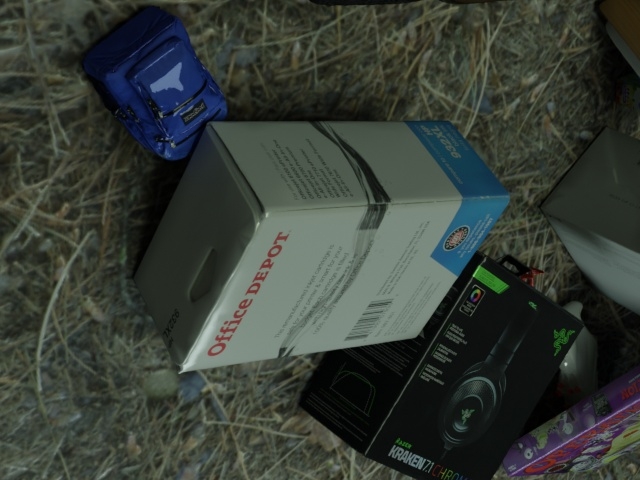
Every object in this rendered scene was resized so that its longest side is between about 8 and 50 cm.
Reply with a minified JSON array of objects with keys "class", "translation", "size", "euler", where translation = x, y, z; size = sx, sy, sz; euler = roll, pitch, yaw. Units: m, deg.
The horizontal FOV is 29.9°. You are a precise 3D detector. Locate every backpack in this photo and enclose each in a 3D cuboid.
[{"class":"backpack","translation":[-0.143,-0.132,1.090],"size":[0.098,0.101,0.120],"euler":[-37,131,-10]}]

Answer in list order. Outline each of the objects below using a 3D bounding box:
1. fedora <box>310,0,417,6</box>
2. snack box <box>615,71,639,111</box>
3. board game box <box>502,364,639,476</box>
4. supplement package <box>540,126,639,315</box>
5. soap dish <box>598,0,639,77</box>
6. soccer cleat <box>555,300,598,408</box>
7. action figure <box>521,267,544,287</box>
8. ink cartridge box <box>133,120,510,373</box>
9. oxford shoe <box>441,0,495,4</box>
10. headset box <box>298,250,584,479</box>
[{"class":"fedora","translation":[0.069,-0.313,1.101],"size":[0.334,0.334,0.152],"euler":[-33,158,-22]},{"class":"snack box","translation":[0.464,-0.200,1.540],"size":[0.141,0.100,0.037],"euler":[-24,124,-28]},{"class":"board game box","translation":[0.430,0.229,1.624],"size":[0.208,0.056,0.347],"euler":[10,143,-37]},{"class":"supplement package","translation":[0.430,-0.006,1.543],"size":[0.149,0.194,0.203],"euler":[-49,133,-8]},{"class":"soap dish","translation":[0.509,-0.220,1.443],"size":[0.229,0.291,0.118],"euler":[-21,158,-29]},{"class":"soccer cleat","translation":[0.360,0.170,1.663],"size":[0.076,0.068,0.196],"euler":[-40,128,-21]},{"class":"action figure","translation":[0.273,0.095,1.580],"size":[0.038,0.030,0.115],"euler":[-23,127,-44]},{"class":"ink cartridge box","translation":[0.000,0.000,1.199],"size":[0.307,0.129,0.223],"euler":[-4,139,-38]},{"class":"oxford shoe","translation":[0.221,-0.298,1.303],"size":[0.227,0.096,0.082],"euler":[-18,123,-30]},{"class":"headset box","translation":[0.156,0.140,1.438],"size":[0.246,0.131,0.283],"euler":[32,89,-44]}]
